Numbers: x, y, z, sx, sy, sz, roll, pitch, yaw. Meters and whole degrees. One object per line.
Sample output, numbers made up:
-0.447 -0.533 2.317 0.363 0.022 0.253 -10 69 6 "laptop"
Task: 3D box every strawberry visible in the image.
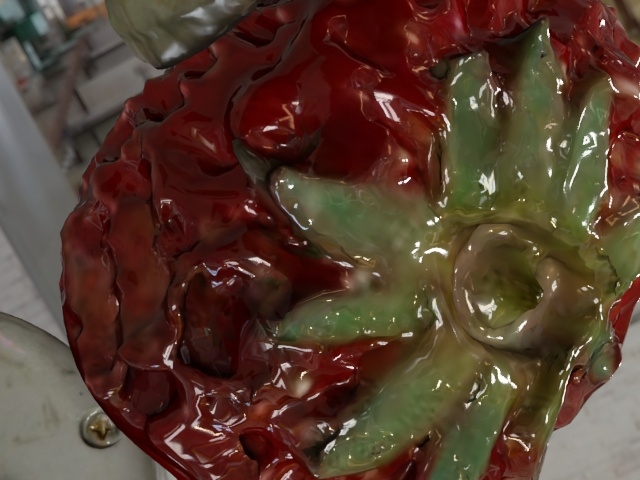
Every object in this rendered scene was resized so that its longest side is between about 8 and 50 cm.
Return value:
0.000 0.000 0.825 0.295 0.318 0.345 7 -178 -27 "strawberry"

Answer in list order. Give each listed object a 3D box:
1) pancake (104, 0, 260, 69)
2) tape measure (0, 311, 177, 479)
0.036 -0.165 0.540 0.294 0.049 0.294 -35 -163 12 "pancake"
-0.211 0.157 0.837 0.265 0.258 0.130 -6 160 7 "tape measure"
